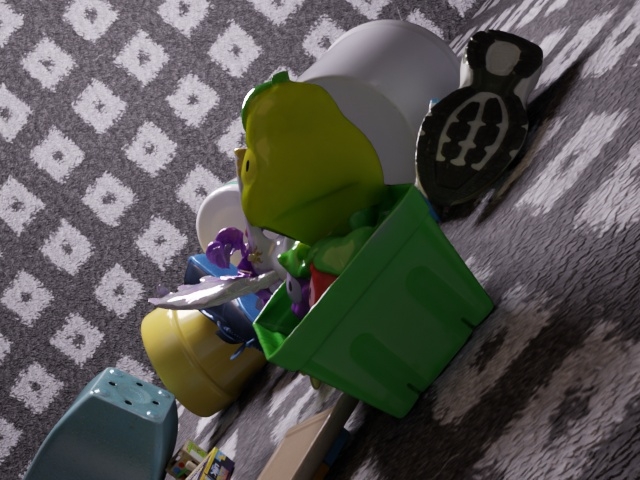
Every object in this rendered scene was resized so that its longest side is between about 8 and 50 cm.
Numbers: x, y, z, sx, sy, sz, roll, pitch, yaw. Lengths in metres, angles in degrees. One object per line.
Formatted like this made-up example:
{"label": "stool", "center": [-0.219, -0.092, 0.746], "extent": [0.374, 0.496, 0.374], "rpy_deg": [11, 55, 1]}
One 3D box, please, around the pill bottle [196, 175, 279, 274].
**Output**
{"label": "pill bottle", "center": [-0.113, -0.071, 2.222], "extent": [0.204, 0.204, 0.361], "rpy_deg": [-47, -1, 27]}

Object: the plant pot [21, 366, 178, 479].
{"label": "plant pot", "center": [-0.400, 0.395, 1.908], "extent": [0.247, 0.248, 0.252], "rpy_deg": [-77, 12, -77]}

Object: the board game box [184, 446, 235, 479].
{"label": "board game box", "center": [-0.218, 0.434, 1.602], "extent": [0.170, 0.048, 0.141], "rpy_deg": [-48, 4, 17]}

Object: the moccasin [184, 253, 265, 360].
{"label": "moccasin", "center": [-0.143, 0.148, 1.902], "extent": [0.342, 0.138, 0.116], "rpy_deg": [39, 116, 44]}

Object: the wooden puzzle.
{"label": "wooden puzzle", "center": [-0.044, 0.304, 1.216], "extent": [0.221, 0.044, 0.238], "rpy_deg": [-54, 3, -33]}

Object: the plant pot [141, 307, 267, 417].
{"label": "plant pot", "center": [-0.203, 0.203, 2.076], "extent": [0.239, 0.254, 0.254], "rpy_deg": [-32, 10, 10]}

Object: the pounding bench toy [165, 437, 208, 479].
{"label": "pounding bench toy", "center": [-0.257, 0.429, 1.881], "extent": [0.065, 0.052, 0.083], "rpy_deg": [-49, 6, 11]}

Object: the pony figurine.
{"label": "pony figurine", "center": [-0.076, 0.035, 1.611], "extent": [0.351, 0.303, 0.363], "rpy_deg": [8, 96, 53]}

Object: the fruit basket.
{"label": "fruit basket", "center": [0.000, 0.000, 1.200], "extent": [0.283, 0.392, 0.392], "rpy_deg": [-50, 6, -3]}

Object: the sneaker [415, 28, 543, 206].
{"label": "sneaker", "center": [0.261, -0.165, 1.610], "extent": [0.182, 0.158, 0.410], "rpy_deg": [91, -157, -45]}

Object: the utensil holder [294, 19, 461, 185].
{"label": "utensil holder", "center": [0.092, -0.230, 1.931], "extent": [0.327, 0.328, 0.385], "rpy_deg": [-46, 3, 30]}

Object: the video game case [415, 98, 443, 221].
{"label": "video game case", "center": [0.189, -0.130, 1.621], "extent": [0.119, 0.015, 0.166], "rpy_deg": [46, -129, -58]}
